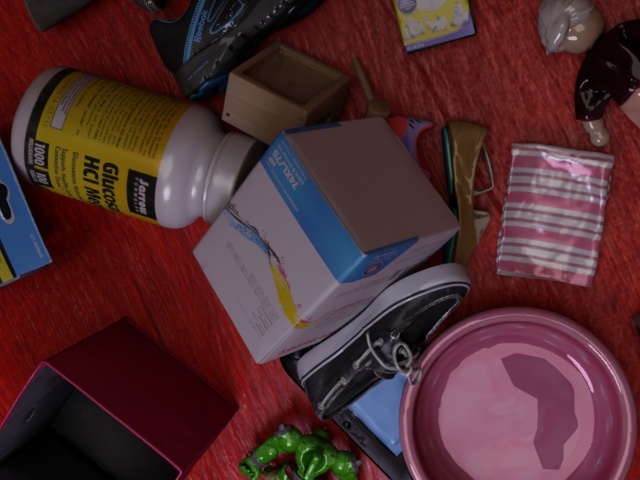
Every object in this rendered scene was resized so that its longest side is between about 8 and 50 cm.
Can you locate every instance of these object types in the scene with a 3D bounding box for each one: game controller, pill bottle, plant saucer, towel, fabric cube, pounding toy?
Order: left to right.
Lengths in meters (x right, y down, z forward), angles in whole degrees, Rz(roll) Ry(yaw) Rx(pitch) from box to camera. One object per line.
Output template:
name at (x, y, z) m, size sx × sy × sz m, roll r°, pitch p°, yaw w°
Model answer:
fabric cube at (-0.326, 0.313, 1.360) m, size 0.254 × 0.258 × 0.259 m, roll 37°, pitch 105°, yaw 4°
pill bottle at (-0.261, -0.127, 1.304) m, size 0.334 × 0.188 × 0.187 m, roll 17°, pitch 103°, yaw 10°
pounding toy at (-0.003, -0.193, 1.269) m, size 0.206 × 0.181 × 0.094 m, roll 30°, pitch 133°, yaw 14°
game controller at (0.091, 0.230, 1.350) m, size 0.319 × 0.067 × 0.166 m, roll 45°, pitch 106°, yaw 1°
plant saucer at (0.278, 0.259, 1.277) m, size 0.332 × 0.084 × 0.332 m, roll 0°, pitch 89°, yaw 3°
towel at (0.331, -0.036, 1.261) m, size 0.144 × 0.029 × 0.197 m, roll 8°, pitch 106°, yaw 11°

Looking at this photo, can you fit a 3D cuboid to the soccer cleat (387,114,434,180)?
soccer cleat at (0.118, -0.057, 1.290) m, size 0.095 × 0.083 × 0.248 m, roll 0°, pitch 97°, yaw 8°

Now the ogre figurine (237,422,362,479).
ogre figurine at (-0.017, 0.356, 1.382) m, size 0.197 × 0.097 × 0.118 m, roll 33°, pitch 117°, yaw 17°

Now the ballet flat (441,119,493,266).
ballet flat at (0.212, -0.056, 1.271) m, size 0.073 × 0.080 × 0.232 m, roll -2°, pitch 101°, yaw -2°

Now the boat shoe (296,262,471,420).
boat shoe at (0.093, 0.147, 1.220) m, size 0.306 × 0.113 × 0.105 m, roll -36°, pitch 56°, yaw 23°

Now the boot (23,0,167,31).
boot at (-0.341, -0.371, 1.320) m, size 0.209 × 0.076 × 0.189 m, roll -24°, pitch 60°, yaw 9°

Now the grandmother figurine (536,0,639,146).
grandmother figurine at (0.425, -0.210, 1.185) m, size 0.342 × 0.104 × 0.208 m, roll 43°, pitch 120°, yaw 5°

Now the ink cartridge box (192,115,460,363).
ink cartridge box at (0.000, 0.000, 1.194) m, size 0.197 × 0.198 × 0.270 m, roll 57°, pitch 132°, yaw 17°

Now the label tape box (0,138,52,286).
label tape box at (-0.545, -0.041, 1.380) m, size 0.348 × 0.115 × 0.249 m, roll -20°, pitch 94°, yaw 29°

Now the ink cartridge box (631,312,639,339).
ink cartridge box at (0.525, 0.172, 1.210) m, size 0.127 × 0.128 × 0.176 m, roll -27°, pitch 93°, yaw 16°

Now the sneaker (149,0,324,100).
sneaker at (-0.101, -0.352, 1.264) m, size 0.341 × 0.125 × 0.139 m, roll -37°, pitch 85°, yaw 14°

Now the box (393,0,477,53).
box at (0.150, -0.364, 1.247) m, size 0.105 × 0.043 × 0.179 m, roll -14°, pitch 95°, yaw 14°
